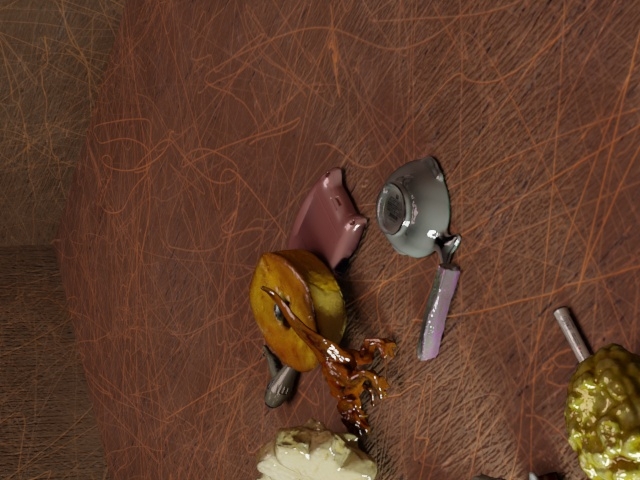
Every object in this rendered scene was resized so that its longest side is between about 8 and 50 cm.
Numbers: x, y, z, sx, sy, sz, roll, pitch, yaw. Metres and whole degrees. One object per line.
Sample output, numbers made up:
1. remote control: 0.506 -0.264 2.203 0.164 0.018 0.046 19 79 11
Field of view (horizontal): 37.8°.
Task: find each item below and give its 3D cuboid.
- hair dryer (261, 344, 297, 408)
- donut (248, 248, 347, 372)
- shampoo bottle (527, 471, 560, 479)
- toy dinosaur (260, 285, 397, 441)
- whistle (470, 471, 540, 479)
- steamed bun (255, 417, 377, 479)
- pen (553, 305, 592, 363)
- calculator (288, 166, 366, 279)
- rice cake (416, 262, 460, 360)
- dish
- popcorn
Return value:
1. hair dryer: -0.098 0.307 2.376 0.167 0.067 0.199 -50 35 37
2. donut: -0.048 0.150 2.151 0.303 0.110 0.303 35 136 42
3. shampoo bottle: 0.394 0.520 1.529 0.102 0.064 0.260 -42 58 45
4. toy dinosaur: 0.053 0.251 1.980 0.208 0.097 0.432 -8 116 35
5. whistle: 0.380 0.429 1.440 0.346 0.142 0.134 4 52 43
6. steamed bun: 0.002 0.490 2.056 0.292 0.137 0.295 -21 117 36
7. pen: 0.427 0.196 1.487 0.025 0.025 0.204 -55 48 46
8. calculator: 0.000 0.000 2.168 0.220 0.048 0.330 63 145 31
9. rice cake: 0.225 0.139 1.804 0.036 0.047 0.207 -121 40 -62
10. dish: 0.173 -0.052 1.840 0.246 0.078 0.224 57 136 41
11. popcorn: 0.442 0.253 1.319 0.169 0.189 0.218 -27 63 49
